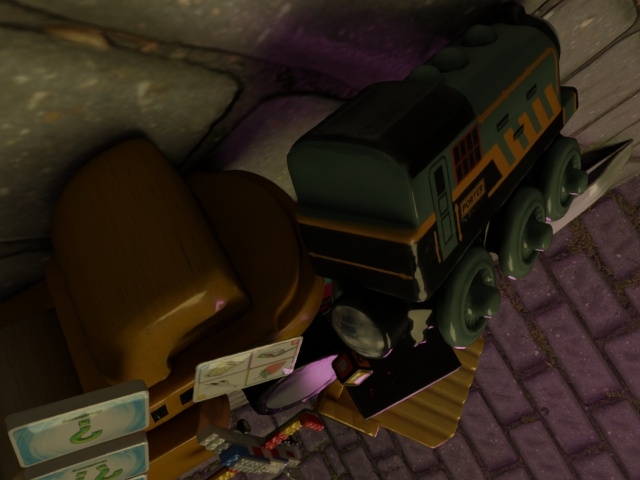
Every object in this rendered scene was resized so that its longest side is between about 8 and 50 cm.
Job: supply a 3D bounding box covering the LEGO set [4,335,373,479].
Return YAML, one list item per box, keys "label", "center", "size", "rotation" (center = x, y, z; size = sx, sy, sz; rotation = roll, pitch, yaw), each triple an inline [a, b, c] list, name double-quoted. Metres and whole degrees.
- label: "LEGO set"
  center: [-0.075, 0.151, 0.420]
  size: [0.244, 0.060, 0.182]
  rotation: [-11, 140, -26]

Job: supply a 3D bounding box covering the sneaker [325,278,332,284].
- label: "sneaker"
  center: [0.000, 0.000, 0.716]
  size: [0.302, 0.108, 0.121]
  rotation: [-26, 167, -44]

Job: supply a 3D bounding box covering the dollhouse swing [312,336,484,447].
- label: "dollhouse swing"
  center: [0.189, 0.227, 1.134]
  size: [0.315, 0.305, 0.347]
  rotation: [102, 11, -74]

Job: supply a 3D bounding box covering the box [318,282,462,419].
- label: "box"
  center: [0.074, 0.120, 0.915]
  size: [0.165, 0.270, 0.143]
  rotation: [-28, 166, -5]

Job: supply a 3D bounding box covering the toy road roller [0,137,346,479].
- label: "toy road roller"
  center: [-0.154, 0.065, 0.469]
  size: [0.329, 0.202, 0.240]
  rotation: [-31, 153, -3]

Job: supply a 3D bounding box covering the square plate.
- label: "square plate"
  center: [0.685, -0.102, 1.585]
  size: [0.344, 0.049, 0.347]
  rotation: [-32, 166, -43]

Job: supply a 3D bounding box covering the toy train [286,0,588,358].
- label: "toy train"
  center: [0.112, -0.060, 0.469]
  size: [0.334, 0.142, 0.190]
  rotation: [-42, 131, -34]
